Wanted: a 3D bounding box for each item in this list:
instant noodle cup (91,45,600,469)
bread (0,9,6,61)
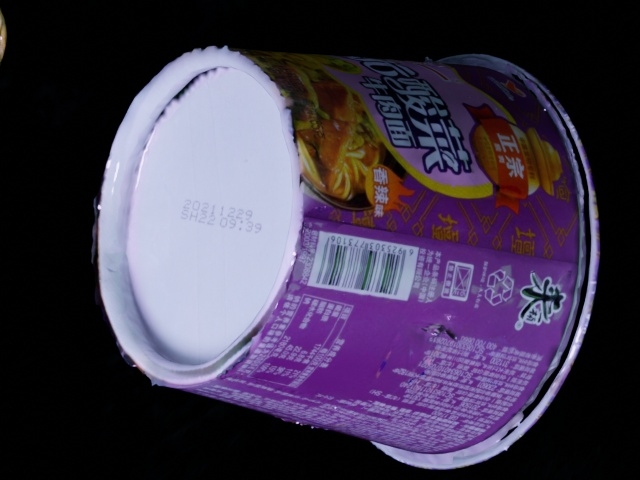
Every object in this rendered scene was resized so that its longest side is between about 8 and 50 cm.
[{"bbox_3d":[0.000,0.000,1.508,0.266,0.340,0.340,9,108,-39],"label":"instant noodle cup"},{"bbox_3d":[-0.259,-0.127,1.325,0.110,0.044,0.083,-27,136,-33],"label":"bread"}]
